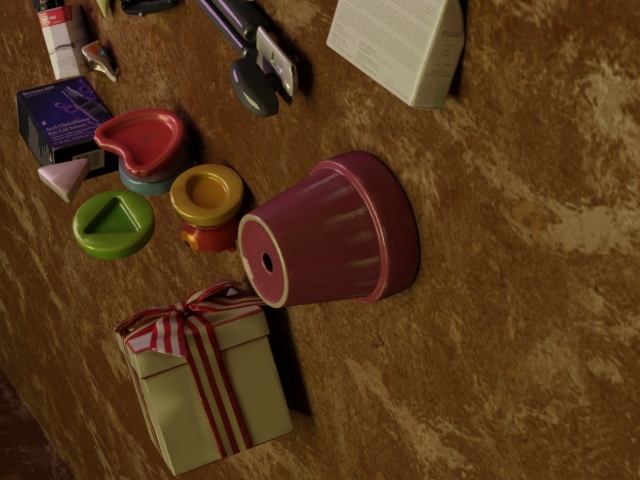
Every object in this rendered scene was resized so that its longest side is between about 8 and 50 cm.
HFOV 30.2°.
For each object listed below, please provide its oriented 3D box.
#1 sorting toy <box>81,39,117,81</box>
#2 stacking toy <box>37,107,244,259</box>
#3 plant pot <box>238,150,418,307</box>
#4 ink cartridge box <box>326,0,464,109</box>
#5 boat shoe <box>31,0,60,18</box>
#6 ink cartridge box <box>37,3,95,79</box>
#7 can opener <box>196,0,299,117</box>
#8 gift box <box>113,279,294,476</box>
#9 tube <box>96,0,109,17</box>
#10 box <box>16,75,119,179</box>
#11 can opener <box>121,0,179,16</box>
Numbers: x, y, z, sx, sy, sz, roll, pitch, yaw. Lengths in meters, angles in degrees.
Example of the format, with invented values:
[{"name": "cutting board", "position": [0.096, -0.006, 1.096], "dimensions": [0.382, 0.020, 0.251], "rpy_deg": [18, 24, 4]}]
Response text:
[{"name": "sorting toy", "position": [-0.420, -0.342, 2.291], "dimensions": [0.075, 0.045, 0.083], "rpy_deg": [54, 172, 1]}, {"name": "stacking toy", "position": [-0.297, -0.063, 1.996], "dimensions": [0.309, 0.279, 0.130], "rpy_deg": [48, 157, 35]}, {"name": "plant pot", "position": [0.000, 0.000, 1.554], "dimensions": [0.201, 0.180, 0.201], "rpy_deg": [41, 141, 46]}, {"name": "ink cartridge box", "position": [0.101, -0.286, 1.336], "dimensions": [0.181, 0.056, 0.225], "rpy_deg": [44, 125, 42]}, {"name": "boat shoe", "position": [-0.558, -0.513, 2.420], "dimensions": [0.083, 0.065, 0.183], "rpy_deg": [69, 161, 0]}, {"name": "ink cartridge box", "position": [-0.498, -0.392, 2.335], "dimensions": [0.099, 0.056, 0.135], "rpy_deg": [-54, -48, -73]}, {"name": "can opener", "position": [-0.112, -0.289, 1.686], "dimensions": [0.280, 0.093, 0.074], "rpy_deg": [57, 152, 35]}, {"name": "gift box", "position": [-0.188, 0.215, 1.994], "dimensions": [0.276, 0.255, 0.258], "rpy_deg": [12, 120, 67]}, {"name": "tube", "position": [-0.392, -0.496, 2.114], "dimensions": [0.240, 0.062, 0.070], "rpy_deg": [127, 160, -65]}, {"name": "box", "position": [-0.515, -0.224, 2.425], "dimensions": [0.207, 0.153, 0.108], "rpy_deg": [50, 147, 34]}, {"name": "can opener", "position": [-0.288, -0.402, 1.977], "dimensions": [0.186, 0.073, 0.059], "rpy_deg": [15, 113, 49]}]
